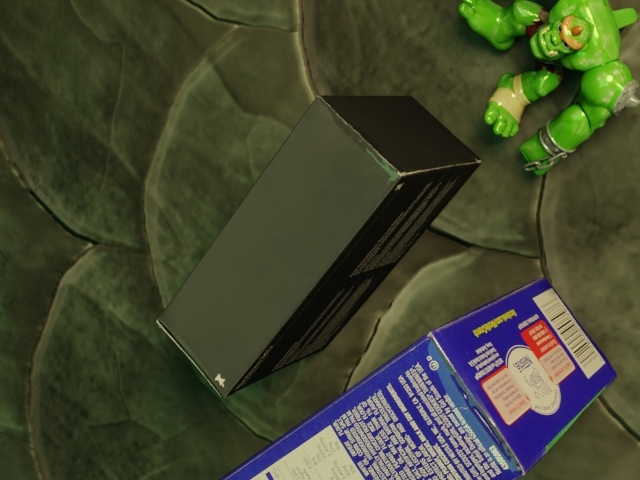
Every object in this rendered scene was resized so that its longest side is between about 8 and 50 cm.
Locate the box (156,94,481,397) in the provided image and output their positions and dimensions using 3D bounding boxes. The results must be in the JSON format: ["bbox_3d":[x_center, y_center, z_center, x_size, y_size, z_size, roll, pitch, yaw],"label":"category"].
[{"bbox_3d":[0.000,0.000,0.829,0.103,0.184,0.261,45,115,14],"label":"box"}]

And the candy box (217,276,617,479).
[{"bbox_3d":[0.060,0.179,0.782,0.317,0.268,0.122,-39,77,29],"label":"candy box"}]

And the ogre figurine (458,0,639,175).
[{"bbox_3d":[0.187,-0.163,0.757,0.118,0.097,0.197,-16,76,47],"label":"ogre figurine"}]
